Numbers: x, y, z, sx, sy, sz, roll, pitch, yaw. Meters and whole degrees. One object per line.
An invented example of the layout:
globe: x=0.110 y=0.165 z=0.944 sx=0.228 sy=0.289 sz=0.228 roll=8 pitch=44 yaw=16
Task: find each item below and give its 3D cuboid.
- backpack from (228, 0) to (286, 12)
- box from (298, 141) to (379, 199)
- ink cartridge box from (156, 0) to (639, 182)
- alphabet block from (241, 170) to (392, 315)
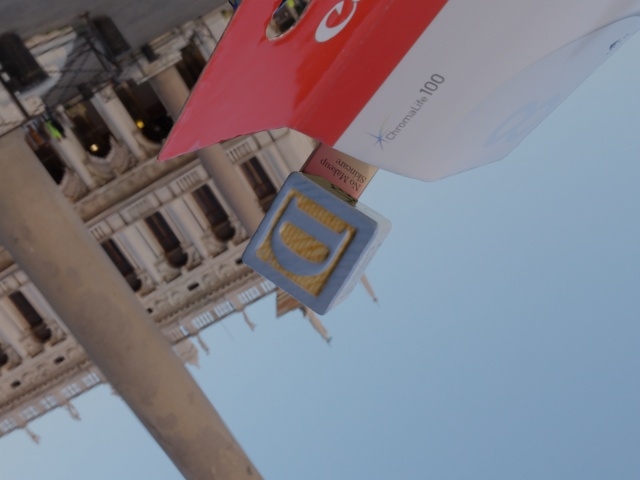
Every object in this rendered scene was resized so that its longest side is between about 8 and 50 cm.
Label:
backpack: x=-0.129 y=-0.525 z=1.256 sx=0.158 sy=0.173 sz=0.117 roll=-35 pitch=169 yaw=25
box: x=0.049 y=-0.177 z=1.543 sx=0.232 sy=0.148 sz=0.127 roll=-56 pitch=-173 yaw=6
ink cartridge box: x=0.119 y=-0.152 z=0.428 sx=0.385 sy=0.091 sz=0.308 roll=-23 pitch=162 yaw=-48
alphabet block: x=0.000 y=0.000 z=1.223 sx=0.193 sy=0.192 sz=0.197 roll=-57 pitch=170 yaw=10
